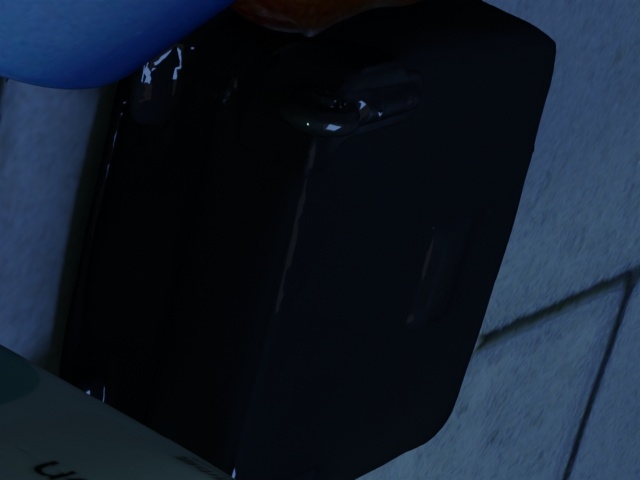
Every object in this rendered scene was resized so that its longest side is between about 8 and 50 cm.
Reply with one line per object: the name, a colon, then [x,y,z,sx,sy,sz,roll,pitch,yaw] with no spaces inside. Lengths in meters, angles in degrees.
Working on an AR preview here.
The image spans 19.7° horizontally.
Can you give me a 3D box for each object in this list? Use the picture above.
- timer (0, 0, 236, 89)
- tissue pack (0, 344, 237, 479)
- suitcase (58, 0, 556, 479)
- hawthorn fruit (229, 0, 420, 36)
timer: [-0.200,-0.109,0.715,0.383,0.270,0.270,-41,158,22]
tissue pack: [-0.184,0.178,0.904,0.266,0.356,0.194,-7,117,-55]
suitcase: [0.000,0.000,1.217,0.339,0.188,0.345,-16,126,-51]
hawthorn fruit: [-0.005,-0.226,1.034,0.185,0.185,0.202,-37,121,-38]
